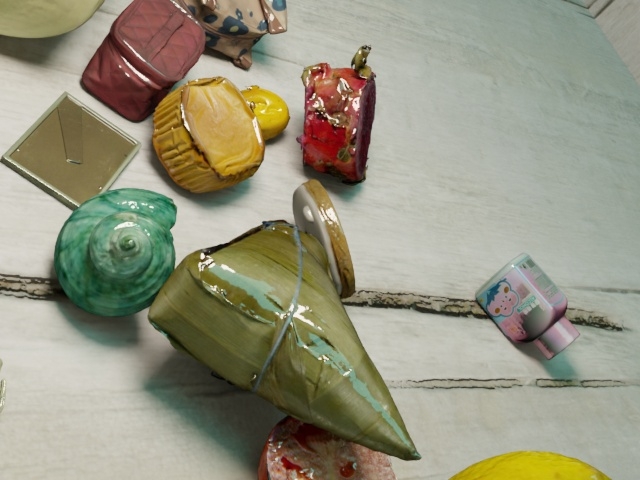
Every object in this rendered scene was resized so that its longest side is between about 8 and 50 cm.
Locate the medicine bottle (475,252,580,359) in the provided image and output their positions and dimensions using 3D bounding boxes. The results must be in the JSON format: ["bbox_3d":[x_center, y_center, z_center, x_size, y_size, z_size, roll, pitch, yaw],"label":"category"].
[{"bbox_3d":[0.400,0.132,1.789,0.188,0.119,0.094,50,34,11],"label":"medicine bottle"}]

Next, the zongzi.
[{"bbox_3d":[-0.002,0.129,1.327,0.393,0.174,0.356,32,20,6],"label":"zongzi"}]

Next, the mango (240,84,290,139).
[{"bbox_3d":[-0.130,-0.227,1.709,0.187,0.066,0.101,-11,70,-41],"label":"mango"}]

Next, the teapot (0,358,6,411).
[{"bbox_3d":[-0.396,0.176,1.090,0.067,0.057,0.083,25,47,-39],"label":"teapot"}]

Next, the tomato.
[{"bbox_3d":[0.003,0.340,1.261,0.225,0.085,0.225,25,43,-26],"label":"tomato"}]

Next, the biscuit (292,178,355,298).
[{"bbox_3d":[0.000,0.000,1.539,0.049,0.181,0.208,-16,66,-10],"label":"biscuit"}]

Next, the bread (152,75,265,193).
[{"bbox_3d":[-0.187,-0.170,1.548,0.199,0.104,0.199,28,51,-42],"label":"bread"}]

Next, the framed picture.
[{"bbox_3d":[-0.375,-0.135,1.438,0.150,0.015,0.203,35,38,-10],"label":"framed picture"}]

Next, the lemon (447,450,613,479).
[{"bbox_3d":[0.282,0.441,1.185,0.349,0.387,0.350,20,60,-39],"label":"lemon"}]

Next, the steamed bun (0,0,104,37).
[{"bbox_3d":[-0.519,-0.516,1.460,0.456,0.290,0.371,29,45,-14],"label":"steamed bun"}]

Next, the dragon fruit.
[{"bbox_3d":[0.021,-0.233,1.736,0.147,0.282,0.211,7,36,12],"label":"dragon fruit"}]

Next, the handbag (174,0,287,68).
[{"bbox_3d":[-0.189,-0.457,1.789,0.251,0.190,0.193,12,57,-40],"label":"handbag"}]

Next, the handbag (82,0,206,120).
[{"bbox_3d":[-0.293,-0.316,1.591,0.146,0.135,0.225,38,36,-13],"label":"handbag"}]

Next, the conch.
[{"bbox_3d":[-0.269,0.008,1.267,0.134,0.196,0.202,38,-11,-36],"label":"conch"}]

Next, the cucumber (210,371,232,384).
[{"bbox_3d":[-0.082,0.192,1.365,0.163,0.039,0.043,-1,41,-45],"label":"cucumber"}]
